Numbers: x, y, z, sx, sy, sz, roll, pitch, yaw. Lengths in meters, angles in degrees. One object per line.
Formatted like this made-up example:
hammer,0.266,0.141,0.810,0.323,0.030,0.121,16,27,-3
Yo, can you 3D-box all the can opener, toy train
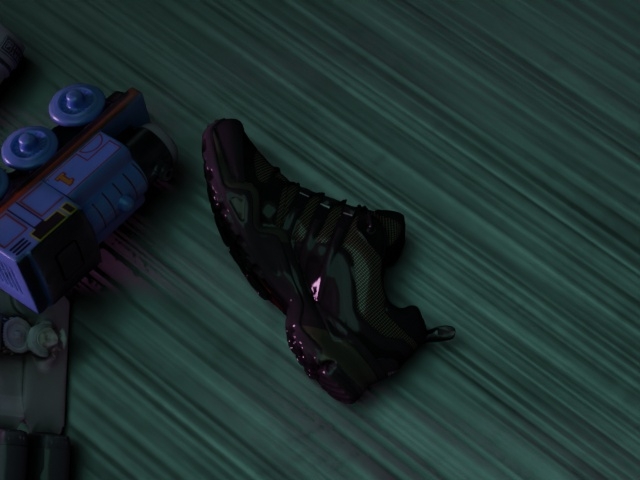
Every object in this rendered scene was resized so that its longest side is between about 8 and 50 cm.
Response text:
can opener,-0.223,0.161,1.146,0.093,0.074,0.280,-18,68,42
toy train,-0.182,-0.036,1.149,0.105,0.080,0.184,31,61,28

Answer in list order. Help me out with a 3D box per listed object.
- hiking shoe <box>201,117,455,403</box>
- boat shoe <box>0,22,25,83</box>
hiking shoe,0.000,0.000,1.136,0.114,0.086,0.227,-29,78,-11
boat shoe,-0.358,-0.181,1.238,0.267,0.096,0.088,32,80,8
